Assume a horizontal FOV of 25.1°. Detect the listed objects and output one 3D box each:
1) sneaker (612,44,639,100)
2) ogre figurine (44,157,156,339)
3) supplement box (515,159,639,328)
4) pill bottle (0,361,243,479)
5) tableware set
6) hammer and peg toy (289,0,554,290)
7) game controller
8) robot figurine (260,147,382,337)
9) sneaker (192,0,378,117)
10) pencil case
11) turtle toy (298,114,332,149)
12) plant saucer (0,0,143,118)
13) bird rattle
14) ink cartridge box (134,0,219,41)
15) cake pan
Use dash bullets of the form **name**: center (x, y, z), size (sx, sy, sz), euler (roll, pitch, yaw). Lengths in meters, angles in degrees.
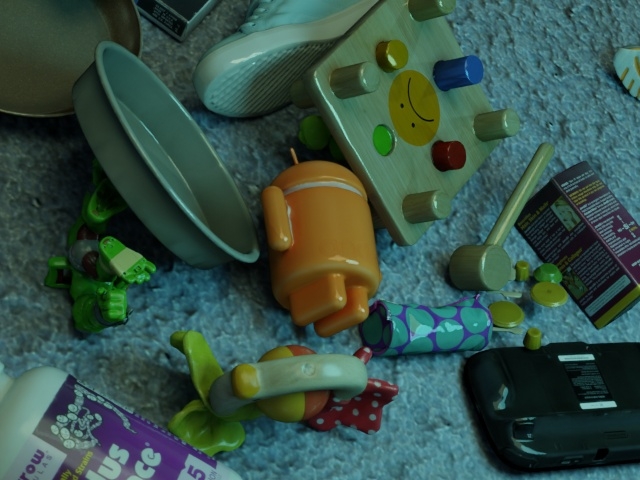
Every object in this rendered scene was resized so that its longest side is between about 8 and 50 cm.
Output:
- **sneaker**: center (0.529, -0.253, 2.173), size (0.215, 0.084, 0.083), euler (15, 39, -23)
- **ogre figurine**: center (-0.237, 0.017, 1.531), size (0.097, 0.118, 0.197), euler (-12, 65, -36)
- **supplement box**: center (0.353, 0.005, 1.871), size (0.081, 0.104, 0.188), euler (-26, 73, -39)
- **pill bottle**: center (-0.237, 0.223, 1.353), size (0.302, 0.169, 0.169), euler (31, 49, -6)
- **tableware set**: center (0.257, 0.077, 1.800), size (0.104, 0.024, 0.154), euler (6, 38, 3)
- **hammer and peg toy**: center (0.137, -0.123, 1.791), size (0.266, 0.127, 0.361), euler (-49, 117, -36)
- **game controller**: center (0.327, 0.198, 1.762), size (0.319, 0.067, 0.166), euler (1, 44, -29)
- **robot figurine**: center (0.001, 0.001, 1.668), size (0.158, 0.128, 0.219), euler (1, 58, -15)
- **sneaker**: center (-0.057, -0.267, 1.833), size (0.150, 0.135, 0.366), euler (45, 40, 16)
- **pencil case**: center (0.127, 0.101, 1.707), size (0.152, 0.064, 0.070), euler (1, 74, -29)
- **turtle toy**: center (0.028, -0.153, 1.826), size (0.130, 0.066, 0.095), euler (-30, 105, -40)
- **plant saucer**: center (-0.365, -0.260, 1.700), size (0.311, 0.050, 0.310), euler (15, 53, -20)
- **bird rattle**: center (-0.031, 0.163, 1.499), size (0.254, 0.207, 0.143), euler (4, 74, -16)
- **ink cartridge box**: center (-0.209, -0.383, 1.874), size (0.206, 0.045, 0.208), euler (35, 48, -1)
- **cake pan**: center (-0.172, -0.086, 1.581), size (0.293, 0.054, 0.293), euler (53, 11, -15)
